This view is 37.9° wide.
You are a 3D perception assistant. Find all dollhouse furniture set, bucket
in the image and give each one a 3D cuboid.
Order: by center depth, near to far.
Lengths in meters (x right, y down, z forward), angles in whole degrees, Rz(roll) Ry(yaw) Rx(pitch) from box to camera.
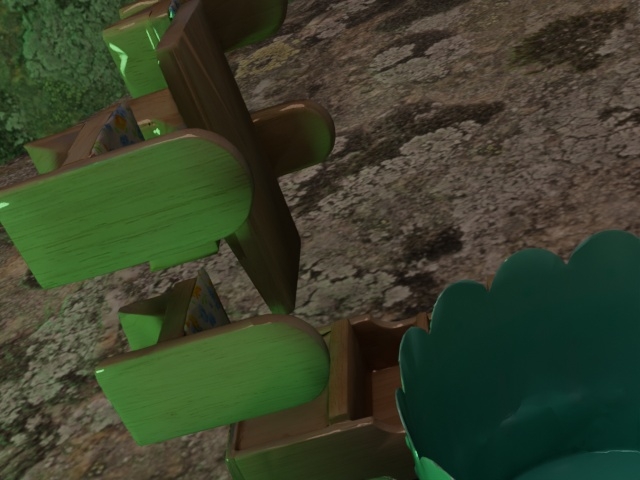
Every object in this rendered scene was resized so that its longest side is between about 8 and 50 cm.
[{"bbox_3d":[0.189,0.136,0.541,0.281,0.183,0.281,-9,28,5],"label":"bucket"},{"bbox_3d":[0.000,0.000,0.729,0.257,0.394,0.362,-16,28,11],"label":"dollhouse furniture set"}]

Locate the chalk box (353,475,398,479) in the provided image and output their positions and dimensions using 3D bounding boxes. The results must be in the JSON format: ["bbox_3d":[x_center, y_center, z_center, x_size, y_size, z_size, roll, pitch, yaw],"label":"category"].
[{"bbox_3d":[-0.020,0.257,0.519,0.180,0.179,0.289,-14,29,14],"label":"chalk box"}]
